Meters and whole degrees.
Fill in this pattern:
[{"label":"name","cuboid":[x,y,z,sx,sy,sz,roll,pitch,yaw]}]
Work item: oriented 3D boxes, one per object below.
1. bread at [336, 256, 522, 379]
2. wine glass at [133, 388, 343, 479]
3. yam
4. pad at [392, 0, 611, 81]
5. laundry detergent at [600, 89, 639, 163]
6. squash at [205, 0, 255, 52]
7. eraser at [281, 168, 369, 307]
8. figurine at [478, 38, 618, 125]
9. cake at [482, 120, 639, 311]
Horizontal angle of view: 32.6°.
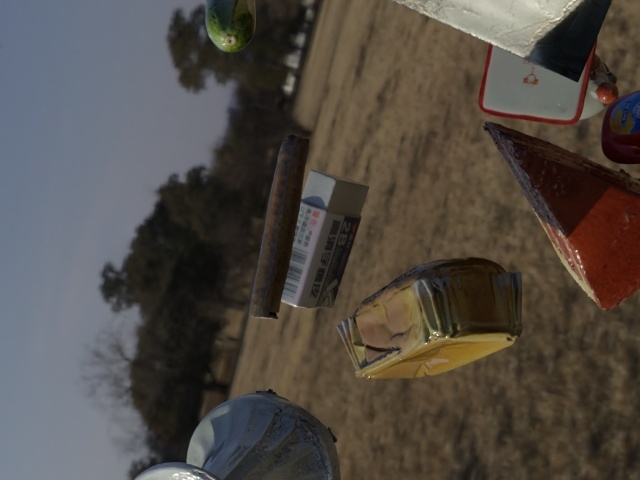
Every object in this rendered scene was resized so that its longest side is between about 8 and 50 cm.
[{"label":"bread","cuboid":[0.128,0.094,1.286,0.241,0.136,0.107,139,126,-61]},{"label":"wine glass","cuboid":[-0.084,0.240,1.005,0.196,0.164,0.165,-22,-51,-67]},{"label":"yam","cuboid":[-0.056,-0.020,1.528,0.046,0.046,0.264,144,137,-85]},{"label":"pad","cuboid":[0.169,-0.344,1.284,0.007,0.367,0.248,-55,-14,-34]},{"label":"laundry detergent","cuboid":[0.410,-0.139,1.300,0.165,0.049,0.097,0,71,59]},{"label":"squash","cuboid":[-0.119,-0.317,1.445,0.239,0.069,0.069,-97,19,-56]},{"label":"eraser","cuboid":[0.000,0.000,1.736,0.124,0.068,0.210,7,-78,-60]},{"label":"figurine","cuboid":[0.397,-0.254,1.733,0.226,0.183,0.160,5,-81,-49]},{"label":"cake","cuboid":[0.296,-0.031,1.352,0.158,0.262,0.160,-115,46,-65]}]
